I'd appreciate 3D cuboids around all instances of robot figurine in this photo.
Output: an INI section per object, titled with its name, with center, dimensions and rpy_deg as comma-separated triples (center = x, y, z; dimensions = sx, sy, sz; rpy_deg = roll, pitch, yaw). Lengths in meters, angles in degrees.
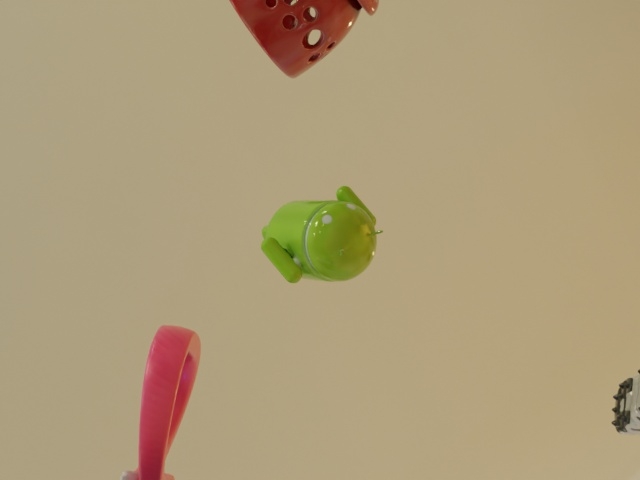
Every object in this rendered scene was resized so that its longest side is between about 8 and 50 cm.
[robot figurine]
center = 0.000, 0.000, 0.789
dimensions = 0.101, 0.115, 0.067
rpy_deg = -33, -70, -30

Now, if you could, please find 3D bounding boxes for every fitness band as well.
[fitness band]
center = -0.197, 0.214, 1.195
dimensions = 0.054, 0.291, 0.209
rpy_deg = 11, -103, -2

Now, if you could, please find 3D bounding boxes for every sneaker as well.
[sneaker]
center = 0.387, 0.170, 1.013
dimensions = 0.106, 0.234, 0.078
rpy_deg = 8, -107, 7

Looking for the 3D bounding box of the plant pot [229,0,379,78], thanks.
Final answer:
[plant pot]
center = -0.025, -0.351, 1.340
dimensions = 0.191, 0.174, 0.191
rpy_deg = 52, -166, -20
